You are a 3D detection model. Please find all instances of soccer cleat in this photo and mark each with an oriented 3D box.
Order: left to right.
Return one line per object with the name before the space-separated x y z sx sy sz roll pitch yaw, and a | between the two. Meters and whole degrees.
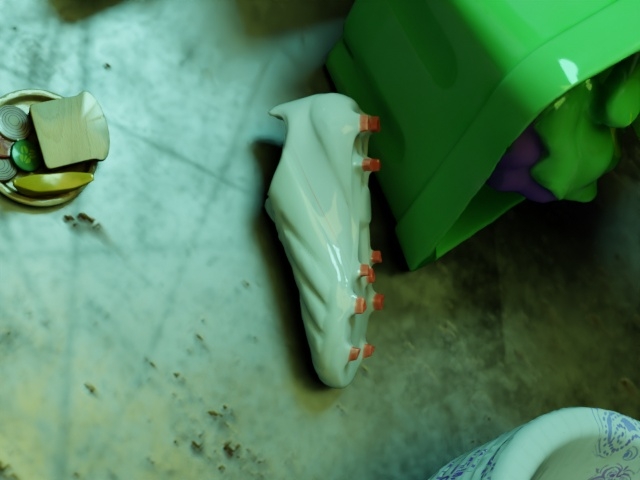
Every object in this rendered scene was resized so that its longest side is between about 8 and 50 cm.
soccer cleat | 0.000 0.000 0.784 0.076 0.068 0.196 0 89 17

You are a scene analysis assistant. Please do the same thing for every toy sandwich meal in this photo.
toy sandwich meal | -0.171 -0.061 0.729 0.086 0.029 0.085 7 74 -24

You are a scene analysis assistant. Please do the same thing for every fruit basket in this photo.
fruit basket | 0.242 -0.099 0.795 0.392 0.283 0.392 8 62 -14

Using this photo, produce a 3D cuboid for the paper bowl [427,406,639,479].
paper bowl | 0.156 0.256 0.713 0.284 0.148 0.284 22 50 -29
